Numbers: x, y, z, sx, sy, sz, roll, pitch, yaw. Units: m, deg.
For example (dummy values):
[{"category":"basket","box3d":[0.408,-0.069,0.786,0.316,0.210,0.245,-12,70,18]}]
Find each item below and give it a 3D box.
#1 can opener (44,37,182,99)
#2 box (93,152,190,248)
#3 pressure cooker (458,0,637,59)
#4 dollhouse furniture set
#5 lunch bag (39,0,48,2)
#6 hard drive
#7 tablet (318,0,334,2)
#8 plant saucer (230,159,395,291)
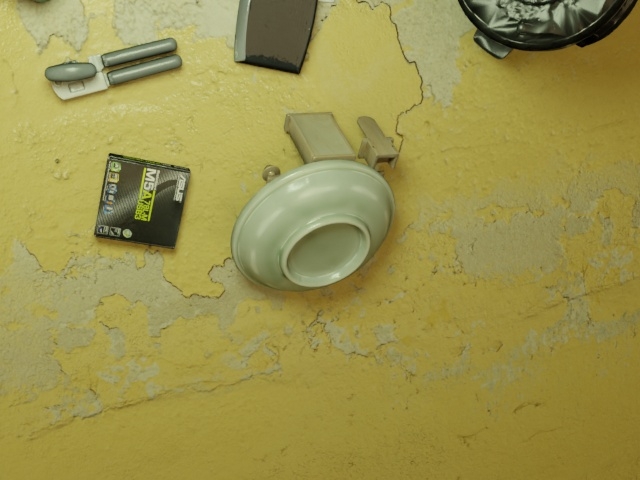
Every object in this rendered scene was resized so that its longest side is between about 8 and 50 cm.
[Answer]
[{"category":"can opener","box3d":[-0.430,-0.360,1.571,0.280,0.093,0.074,-18,110,-15]},{"category":"box","box3d":[-0.401,-0.087,1.685,0.184,0.045,0.190,11,104,-16]},{"category":"pressure cooker","box3d":[0.483,-0.589,1.585,0.370,0.420,0.375,-7,101,20]},{"category":"dollhouse furniture set","box3d":[-0.014,-0.113,1.787,0.303,0.173,0.355,-6,136,-21]},{"category":"lunch bag","box3d":[-0.572,-0.613,1.437,0.224,0.108,0.279,28,98,-22]},{"category":"hard drive","box3d":[-0.091,-0.502,1.635,0.172,0.054,0.254,8,105,-17]},{"category":"tablet","box3d":[0.008,-0.576,1.667,0.054,0.006,0.083,0,106,-15]},{"category":"plant saucer","box3d":[0.000,0.000,1.704,0.401,0.100,0.400,-14,137,-14]}]
